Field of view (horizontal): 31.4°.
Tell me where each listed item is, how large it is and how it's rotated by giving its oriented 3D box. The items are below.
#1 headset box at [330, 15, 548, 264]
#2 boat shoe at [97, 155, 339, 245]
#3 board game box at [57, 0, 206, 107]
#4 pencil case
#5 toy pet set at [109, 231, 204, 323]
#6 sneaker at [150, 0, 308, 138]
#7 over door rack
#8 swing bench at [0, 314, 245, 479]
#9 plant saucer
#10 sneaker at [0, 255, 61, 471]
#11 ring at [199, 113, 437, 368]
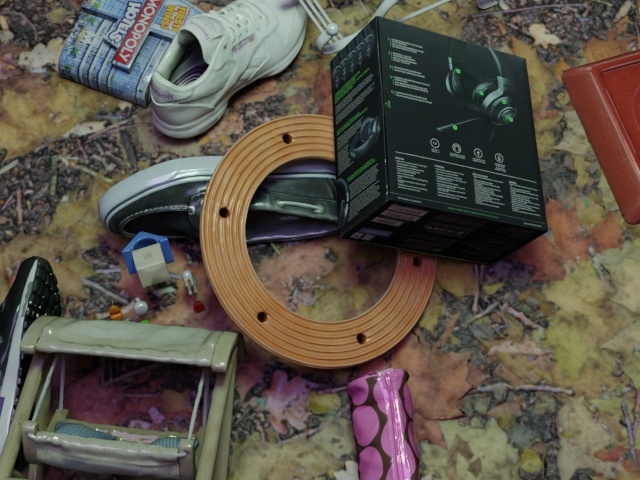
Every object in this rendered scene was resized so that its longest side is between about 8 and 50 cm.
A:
[{"bbox_3d":[0.150,-0.135,1.495,0.246,0.131,0.283,9,65,-27],"label":"headset box"},{"bbox_3d":[-0.127,-0.040,1.522,0.335,0.121,0.119,-10,63,-5],"label":"boat shoe"},{"bbox_3d":[-0.259,-0.301,1.673,0.194,0.060,0.194,20,69,11],"label":"board game box"},{"bbox_3d":[0.085,0.259,1.401,0.095,0.098,0.209,-8,66,-2],"label":"pencil case"},{"bbox_3d":[-0.228,0.052,1.509,0.122,0.114,0.065,-17,43,-7],"label":"toy pet set"},{"bbox_3d":[-0.122,-0.278,1.609,0.114,0.152,0.305,35,71,18],"label":"sneaker"},{"bbox_3d":[0.082,-0.417,1.645,0.324,0.108,0.239,-22,67,-26],"label":"over door rack"},{"bbox_3d":[-0.237,0.210,1.397,0.253,0.165,0.255,4,67,4],"label":"swing bench"},{"bbox_3d":[0.506,-0.176,1.601,0.259,0.048,0.258,-16,67,-4],"label":"plant saucer"},{"bbox_3d":[-0.422,0.149,1.465,0.124,0.107,0.283,3,67,10],"label":"sneaker"},{"bbox_3d":[0.000,0.000,1.481,0.336,0.032,0.337,7,74,-24],"label":"ring"}]
